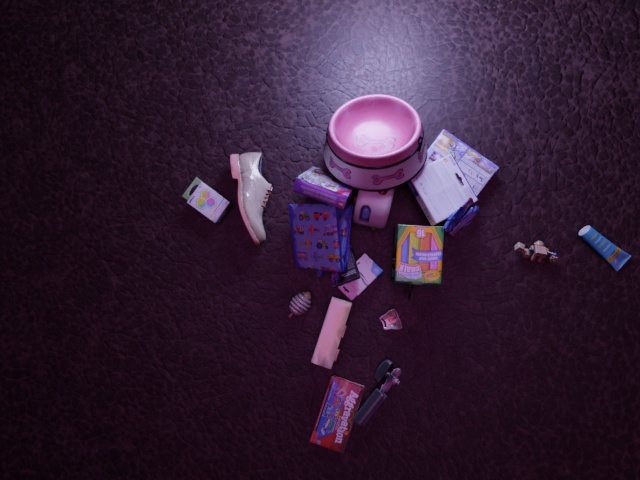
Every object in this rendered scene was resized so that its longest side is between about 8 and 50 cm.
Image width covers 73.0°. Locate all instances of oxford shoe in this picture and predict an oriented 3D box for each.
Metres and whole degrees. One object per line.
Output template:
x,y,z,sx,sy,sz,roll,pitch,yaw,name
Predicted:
-0.265,-0.178,1.777,0.147,0.140,0.396,-13,88,-3,oxford shoe

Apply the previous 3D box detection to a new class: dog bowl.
0.206,-0.390,1.653,0.409,0.150,0.407,-3,57,5,dog bowl

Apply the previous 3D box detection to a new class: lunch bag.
0.000,0.000,1.718,0.221,0.138,0.292,3,95,29,lunch bag

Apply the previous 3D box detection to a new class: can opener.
0.226,0.613,1.734,0.093,0.074,0.280,33,88,40,can opener

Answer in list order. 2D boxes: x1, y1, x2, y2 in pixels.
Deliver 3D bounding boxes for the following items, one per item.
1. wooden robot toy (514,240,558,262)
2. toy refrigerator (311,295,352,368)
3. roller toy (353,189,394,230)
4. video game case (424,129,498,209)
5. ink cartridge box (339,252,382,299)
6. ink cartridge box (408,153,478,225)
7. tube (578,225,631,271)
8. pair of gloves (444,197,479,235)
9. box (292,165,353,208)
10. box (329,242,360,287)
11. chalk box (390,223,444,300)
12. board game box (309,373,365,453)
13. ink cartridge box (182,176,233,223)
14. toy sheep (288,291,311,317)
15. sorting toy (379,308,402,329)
0.856,0.036,1.719,0.174,0.076,0.078,13,53,5,wooden robot toy
0.051,0.365,1.737,0.094,0.102,0.269,18,88,5,toy refrigerator
0.204,-0.151,1.706,0.147,0.191,0.209,13,88,6,roller toy
0.530,-0.271,1.751,0.270,0.061,0.244,37,92,5,video game case
0.154,0.151,1.759,0.104,0.060,0.180,45,92,6,ink cartridge box
0.471,-0.199,1.685,0.224,0.045,0.223,-26,85,-19,ink cartridge box
1.112,0.026,1.698,0.207,0.052,0.080,39,100,-1,tube
0.551,-0.085,1.684,0.159,0.198,0.023,-49,58,11,pair of gloves
0.027,-0.211,1.676,0.201,0.293,0.057,20,111,6,box
0.087,0.098,1.740,0.116,0.029,0.162,-23,58,17,box
0.373,0.089,1.687,0.179,0.180,0.288,3,88,5,chalk box
0.069,0.702,1.755,0.145,0.027,0.280,18,88,4,board game box
-0.486,-0.173,1.829,0.209,0.062,0.108,36,91,6,ink cartridge box
-0.084,0.262,1.760,0.091,0.091,0.132,35,90,6,toy sheep
0.282,0.324,1.752,0.075,0.045,0.083,-23,86,10,sorting toy
